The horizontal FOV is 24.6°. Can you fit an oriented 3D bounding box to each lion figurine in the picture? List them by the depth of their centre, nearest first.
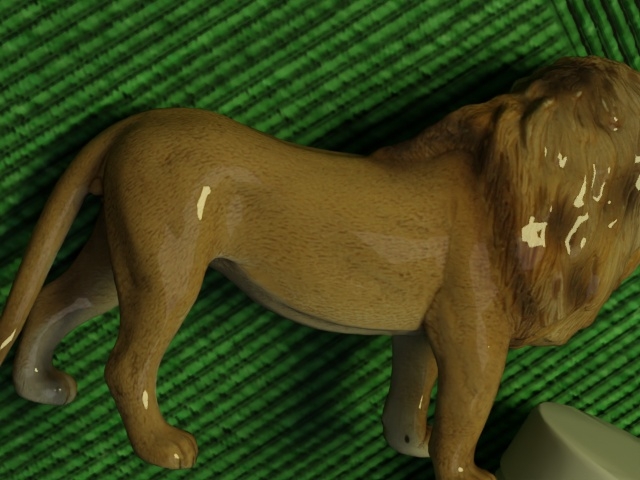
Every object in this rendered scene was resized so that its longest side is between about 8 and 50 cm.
[{"bbox_3d":[0.000,0.000,0.789,0.392,0.142,0.240,7,100,-16],"label":"lion figurine"}]

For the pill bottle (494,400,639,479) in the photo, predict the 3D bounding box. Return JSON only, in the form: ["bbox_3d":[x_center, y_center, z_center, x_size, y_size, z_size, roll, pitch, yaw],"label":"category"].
[{"bbox_3d":[0.102,0.313,0.883,0.229,0.229,0.408,25,100,-24],"label":"pill bottle"}]
